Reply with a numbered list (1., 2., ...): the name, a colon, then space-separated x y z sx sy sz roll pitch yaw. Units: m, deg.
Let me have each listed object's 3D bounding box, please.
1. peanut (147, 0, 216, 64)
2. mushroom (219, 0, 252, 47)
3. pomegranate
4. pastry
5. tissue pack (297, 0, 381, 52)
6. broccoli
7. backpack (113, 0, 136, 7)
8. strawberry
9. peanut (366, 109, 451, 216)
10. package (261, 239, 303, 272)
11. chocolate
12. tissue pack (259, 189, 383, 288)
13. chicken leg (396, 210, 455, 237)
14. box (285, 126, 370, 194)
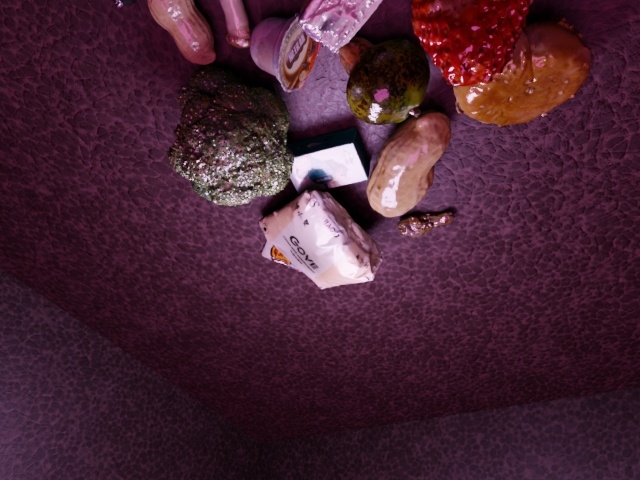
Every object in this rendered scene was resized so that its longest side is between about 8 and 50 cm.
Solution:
1. peanut: -0.363 -0.576 1.308 0.123 0.124 0.257 -7 138 18
2. mushroom: -0.232 -0.602 1.290 0.071 0.084 0.209 -29 129 -16
3. pomegranate: 0.146 -0.427 1.318 0.276 0.222 0.204 30 153 28
4. pastry: 0.482 -0.426 1.240 0.315 0.184 0.284 -13 153 18
5. tissue pack: 0.070 -0.579 1.050 0.125 0.344 0.242 31 132 -23
6. broccoli: -0.257 -0.282 1.440 0.413 0.321 0.310 46 144 -19
7. backpack: -0.493 -0.675 1.235 0.120 0.106 0.165 36 118 5
8. strawberry: 0.320 -0.511 1.088 0.265 0.336 0.149 -5 166 21
9. peanut: 0.266 -0.222 1.509 0.192 0.170 0.387 6 138 -18
10. package: -0.104 0.051 1.962 0.239 0.030 0.154 19 134 -8
11. chocolate: -0.104 -0.503 1.313 0.147 0.221 0.221 26 142 24
12. tissue pack: 0.000 0.000 1.741 0.375 0.195 0.390 45 148 -13
13. chicken leg: 0.366 -0.061 1.739 0.197 0.069 0.085 -16 107 16
14. box: 0.019 -0.248 1.585 0.244 0.092 0.153 -10 133 21
